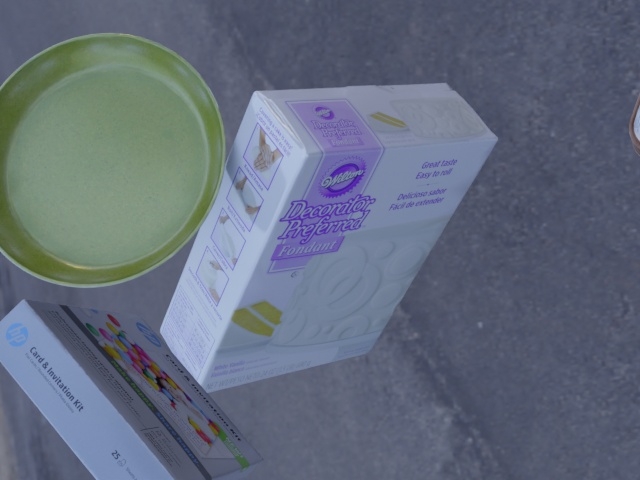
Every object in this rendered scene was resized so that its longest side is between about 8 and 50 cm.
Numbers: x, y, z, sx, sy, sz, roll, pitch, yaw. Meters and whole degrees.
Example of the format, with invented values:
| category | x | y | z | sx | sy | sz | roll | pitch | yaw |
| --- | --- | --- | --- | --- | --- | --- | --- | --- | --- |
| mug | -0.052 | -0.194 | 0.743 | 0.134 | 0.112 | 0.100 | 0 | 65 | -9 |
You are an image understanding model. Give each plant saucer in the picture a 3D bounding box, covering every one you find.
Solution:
| category | x | y | z | sx | sy | sz | roll | pitch | yaw |
| --- | --- | --- | --- | --- | --- | --- | --- | --- | --- |
| plant saucer | -0.201 | -0.072 | 0.917 | 0.037 | 0.241 | 0.241 | 57 | -161 | -75 |

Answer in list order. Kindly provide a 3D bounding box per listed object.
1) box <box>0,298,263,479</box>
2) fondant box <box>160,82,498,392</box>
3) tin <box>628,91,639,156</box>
| category | x | y | z | sx | sy | sz | roll | pitch | yaw |
| --- | --- | --- | --- | --- | --- | --- | --- | --- | --- |
| box | -0.117 | 0.107 | 0.641 | 0.145 | 0.038 | 0.186 | 47 | -178 | 13 |
| fondant box | 0.000 | 0.000 | 1.008 | 0.096 | 0.238 | 0.330 | 53 | 135 | 32 |
| tin | 0.516 | -0.200 | 1.446 | 0.106 | 0.040 | 0.190 | 14 | 75 | 30 |
